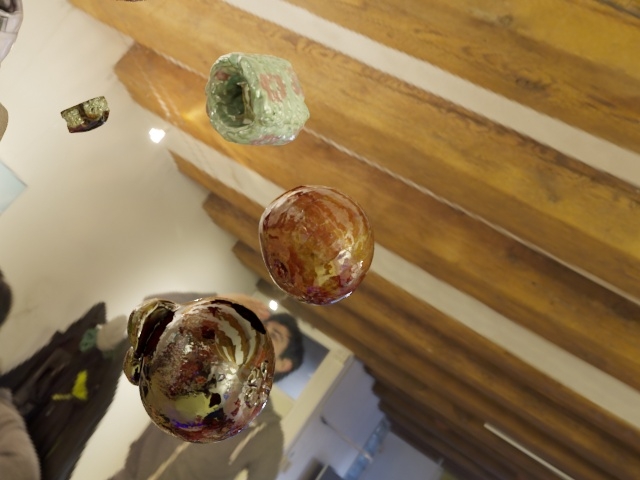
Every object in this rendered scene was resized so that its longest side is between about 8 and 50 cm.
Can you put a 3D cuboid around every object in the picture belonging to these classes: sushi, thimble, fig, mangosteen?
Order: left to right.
[{"bbox_3d":[-0.387,-0.205,1.180,0.044,0.083,0.046,-52,123,-73],"label":"sushi"},{"bbox_3d":[-0.160,0.172,0.961,0.210,0.210,0.210,34,-16,11],"label":"mangosteen"},{"bbox_3d":[-0.131,-0.288,1.479,0.149,0.185,0.211,-9,39,-44],"label":"thimble"},{"bbox_3d":[0.000,0.000,1.127,0.205,0.205,0.205,34,-16,11],"label":"fig"}]

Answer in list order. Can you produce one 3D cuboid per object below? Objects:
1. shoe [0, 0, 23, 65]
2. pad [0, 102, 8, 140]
[{"bbox_3d":[-0.411,-0.305,0.847,0.137,0.245,0.095,-31,-26,35],"label":"shoe"},{"bbox_3d":[-0.649,-0.148,1.294,0.176,0.266,0.002,40,14,35],"label":"pad"}]
